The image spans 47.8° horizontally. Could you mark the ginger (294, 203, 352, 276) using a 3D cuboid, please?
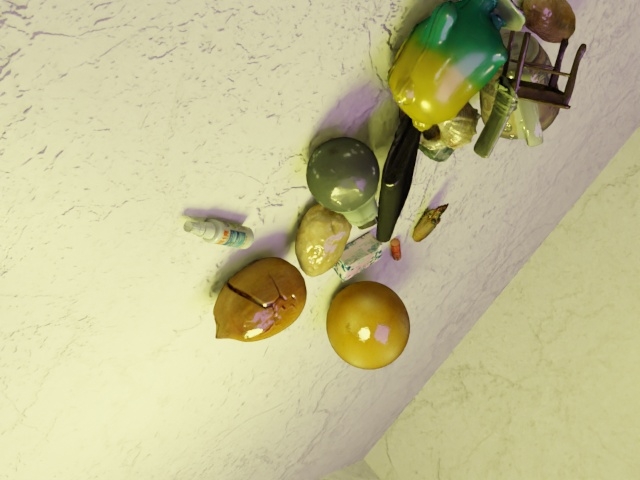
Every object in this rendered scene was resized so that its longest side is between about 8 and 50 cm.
[{"bbox_3d":[0.000,0.000,1.970,0.267,0.138,0.152,113,-11,-46],"label":"ginger"}]

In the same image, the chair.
[{"bbox_3d":[0.518,-0.354,1.812,0.160,0.186,0.319,-94,-165,-68],"label":"chair"}]

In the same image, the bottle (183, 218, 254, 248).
[{"bbox_3d":[-0.241,-0.020,1.694,0.060,0.060,0.217,-51,151,14],"label":"bottle"}]

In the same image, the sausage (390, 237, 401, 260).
[{"bbox_3d":[0.261,0.037,2.486,0.034,0.034,0.129,-38,152,-12],"label":"sausage"}]

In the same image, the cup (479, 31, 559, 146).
[{"bbox_3d":[0.546,-0.408,1.990,0.227,0.301,0.257,-17,149,14],"label":"cup"}]

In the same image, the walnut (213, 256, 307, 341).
[{"bbox_3d":[-0.160,0.167,1.900,0.298,0.203,0.203,-42,156,-33],"label":"walnut"}]

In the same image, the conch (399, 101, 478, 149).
[{"bbox_3d":[0.307,-0.327,1.917,0.245,0.163,0.178,28,122,-34],"label":"conch"}]

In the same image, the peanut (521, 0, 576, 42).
[{"bbox_3d":[0.624,-0.621,1.986,0.236,0.110,0.120,14,122,-49],"label":"peanut"}]

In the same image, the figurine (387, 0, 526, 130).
[{"bbox_3d":[0.307,-0.424,1.690,0.340,0.231,0.324,-54,149,4],"label":"figurine"}]

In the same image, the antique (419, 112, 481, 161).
[{"bbox_3d":[0.360,-0.315,2.066,0.086,0.088,0.183,7,124,-55],"label":"antique"}]

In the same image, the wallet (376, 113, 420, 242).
[{"bbox_3d":[0.210,-0.162,1.965,0.406,0.062,0.228,86,24,-69],"label":"wallet"}]

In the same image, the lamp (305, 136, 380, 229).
[{"bbox_3d":[0.061,-0.116,1.811,0.182,0.182,0.314,-33,142,-21],"label":"lamp"}]

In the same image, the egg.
[{"bbox_3d":[0.159,0.283,2.419,0.282,0.282,0.351,-38,152,-13],"label":"egg"}]

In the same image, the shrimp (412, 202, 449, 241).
[{"bbox_3d":[0.380,-0.082,2.454,0.117,0.066,0.262,-44,172,-35],"label":"shrimp"}]

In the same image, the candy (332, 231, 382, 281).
[{"bbox_3d":[0.117,0.049,2.263,0.160,0.073,0.092,-30,148,-25],"label":"candy"}]
